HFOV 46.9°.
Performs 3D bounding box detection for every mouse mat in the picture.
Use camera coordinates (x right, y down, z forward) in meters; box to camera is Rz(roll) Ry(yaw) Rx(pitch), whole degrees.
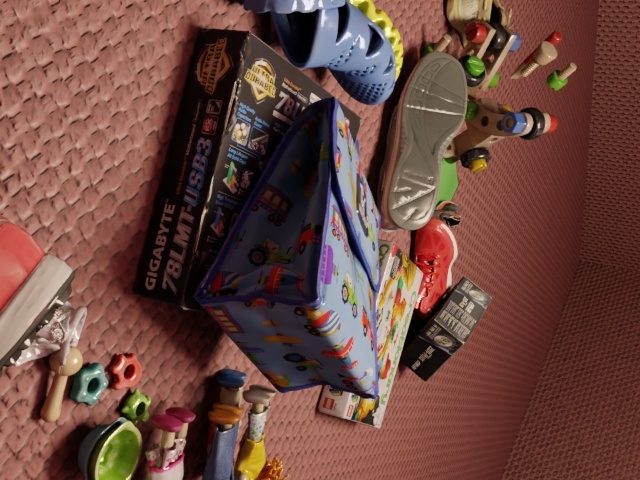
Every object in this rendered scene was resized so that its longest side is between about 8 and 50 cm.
[{"bbox_3d":[0.255,-0.132,1.545,0.152,0.007,0.189,-60,147,-32],"label":"mouse mat"}]

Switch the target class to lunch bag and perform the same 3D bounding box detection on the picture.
[{"bbox_3d":[0.000,0.000,0.850,0.221,0.138,0.293,61,36,-50],"label":"lunch bag"}]

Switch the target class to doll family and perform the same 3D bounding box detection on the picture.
[{"bbox_3d":[-0.107,0.261,0.833,0.263,0.118,0.163,-16,116,-73],"label":"doll family"}]

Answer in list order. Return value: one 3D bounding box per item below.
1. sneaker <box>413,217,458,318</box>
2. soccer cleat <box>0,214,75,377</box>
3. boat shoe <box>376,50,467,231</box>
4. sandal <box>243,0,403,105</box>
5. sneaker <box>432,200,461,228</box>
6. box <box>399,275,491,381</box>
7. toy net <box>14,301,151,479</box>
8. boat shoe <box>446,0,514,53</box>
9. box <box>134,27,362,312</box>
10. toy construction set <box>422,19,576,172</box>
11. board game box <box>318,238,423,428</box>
[{"bbox_3d":[0.214,0.069,1.458,0.128,0.087,0.221,-57,145,-39],"label":"sneaker"},{"bbox_3d":[-0.304,0.110,0.476,0.116,0.108,0.318,42,67,-12],"label":"soccer cleat"},{"bbox_3d":[0.163,-0.169,1.260,0.118,0.103,0.320,16,80,-18],"label":"boat shoe"},{"bbox_3d":[-0.003,-0.259,0.885,0.317,0.126,0.138,46,63,-49],"label":"sandal"},{"bbox_3d":[0.262,-0.040,1.516,0.158,0.065,0.061,-19,122,-54],"label":"sneaker"},{"bbox_3d":[0.257,0.181,1.522,0.180,0.077,0.147,-43,170,-50],"label":"box"},{"bbox_3d":[-0.212,0.128,0.698,0.122,0.045,0.232,-51,142,-42],"label":"toy net"},{"bbox_3d":[0.332,-0.437,1.479,0.285,0.089,0.104,0,99,-63],"label":"boat shoe"},{"bbox_3d":[-0.068,-0.055,0.876,0.295,0.073,0.293,19,83,-63],"label":"box"},{"bbox_3d":[0.332,-0.277,1.451,0.309,0.257,0.237,-33,173,-37],"label":"toy construction set"},{"bbox_3d":[0.095,0.169,1.301,0.193,0.053,0.305,39,66,-61],"label":"board game box"}]
